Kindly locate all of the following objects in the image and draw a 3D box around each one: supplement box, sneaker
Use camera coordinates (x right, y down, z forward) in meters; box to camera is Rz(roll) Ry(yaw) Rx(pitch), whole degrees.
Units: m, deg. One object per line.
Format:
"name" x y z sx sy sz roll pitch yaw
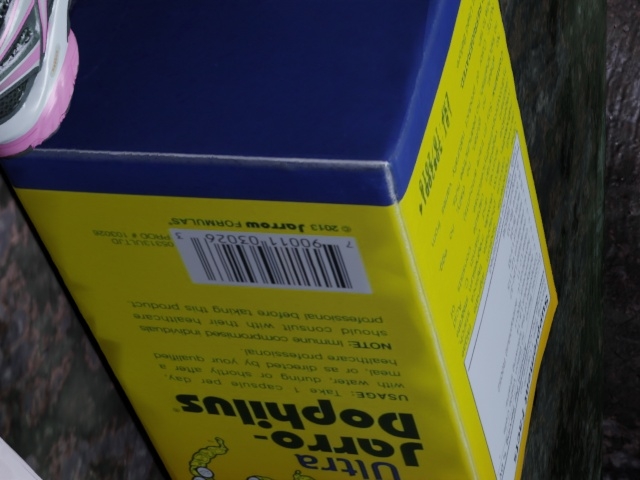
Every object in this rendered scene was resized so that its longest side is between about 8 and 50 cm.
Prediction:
"supplement box" 0.000 0.000 0.942 0.356 0.195 0.194 71 29 -48
"sneaker" -0.134 -0.128 0.715 0.077 0.072 0.178 22 66 -60

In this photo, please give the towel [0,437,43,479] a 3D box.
"towel" -0.174 0.186 0.525 0.317 0.053 0.332 54 38 -33
